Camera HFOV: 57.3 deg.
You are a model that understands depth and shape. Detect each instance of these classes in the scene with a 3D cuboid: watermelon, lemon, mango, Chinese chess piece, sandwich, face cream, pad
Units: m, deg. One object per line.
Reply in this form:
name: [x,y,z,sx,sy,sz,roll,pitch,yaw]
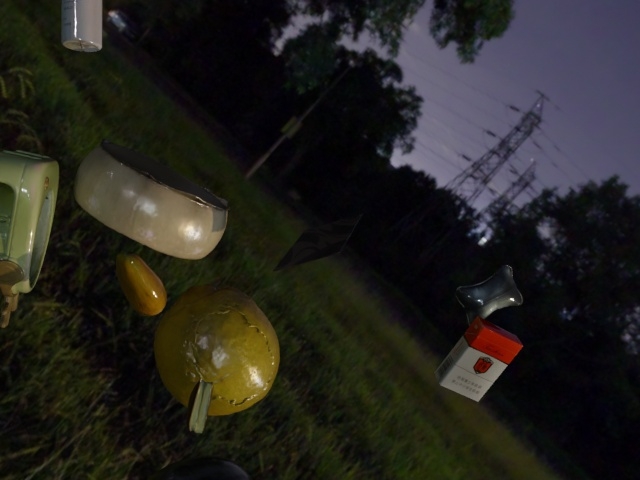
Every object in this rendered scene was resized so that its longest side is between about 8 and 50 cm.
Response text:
watermelon: [-0.334,0.700,1.479,0.279,0.360,0.278,164,-90,-71]
lemon: [-0.239,0.253,1.355,0.297,0.297,0.297,41,6,-6]
mango: [-0.596,0.144,1.940,0.176,0.119,0.316,34,-29,35]
Chinese chess piece: [-0.368,-0.089,1.299,0.338,0.140,0.338,29,4,-2]
sandwich: [-0.193,0.259,0.931,0.031,0.083,0.044,17,-6,-20]
face cream: [-0.556,-0.607,1.364,0.092,0.311,0.092,1,3,0]
pad: [0.000,0.000,1.783,0.004,0.220,0.330,67,22,-15]

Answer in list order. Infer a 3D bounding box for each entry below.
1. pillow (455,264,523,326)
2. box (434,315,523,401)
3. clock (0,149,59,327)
pillow: [0.358,0.119,1.238,0.055,0.136,0.091,73,-7,-71]
box: [0.309,0.235,1.153,0.100,0.152,0.048,26,17,-18]
clock: [-0.554,-0.006,1.061,0.096,0.307,0.235,11,5,-19]
